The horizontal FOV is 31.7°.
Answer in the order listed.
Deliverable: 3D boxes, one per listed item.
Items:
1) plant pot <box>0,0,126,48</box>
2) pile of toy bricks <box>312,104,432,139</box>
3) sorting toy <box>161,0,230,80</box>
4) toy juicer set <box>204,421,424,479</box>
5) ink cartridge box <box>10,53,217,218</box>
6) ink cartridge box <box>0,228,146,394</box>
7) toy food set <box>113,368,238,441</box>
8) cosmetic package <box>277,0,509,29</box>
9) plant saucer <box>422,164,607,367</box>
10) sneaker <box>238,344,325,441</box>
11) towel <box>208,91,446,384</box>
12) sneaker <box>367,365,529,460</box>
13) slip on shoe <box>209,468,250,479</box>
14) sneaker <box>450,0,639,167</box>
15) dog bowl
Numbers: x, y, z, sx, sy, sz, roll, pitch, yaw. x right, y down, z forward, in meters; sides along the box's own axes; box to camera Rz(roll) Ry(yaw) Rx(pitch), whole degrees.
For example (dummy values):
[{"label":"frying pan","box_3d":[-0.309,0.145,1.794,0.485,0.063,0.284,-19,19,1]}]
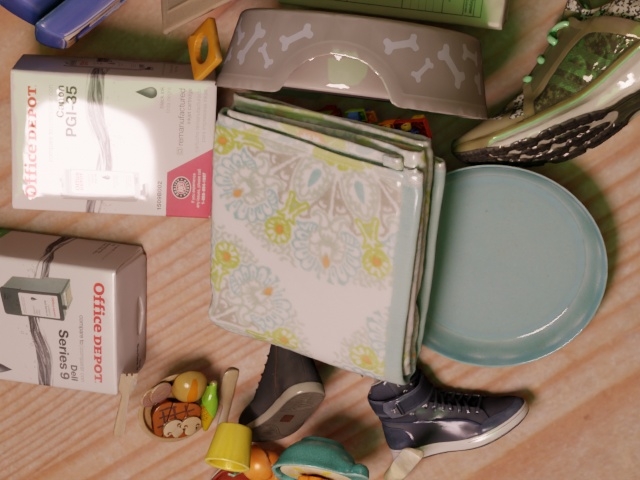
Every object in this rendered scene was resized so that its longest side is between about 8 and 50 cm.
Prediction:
[{"label":"plant pot","box_3d":[-0.343,-0.388,1.488,0.236,0.236,0.212,-41,103,-8]},{"label":"pile of toy bricks","box_3d":[0.078,-0.141,1.567,0.212,0.105,0.118,1,124,35]},{"label":"sorting toy","box_3d":[-0.158,-0.381,1.492,0.196,0.047,0.348,-12,80,55]},{"label":"toy juicer set","box_3d":[0.006,0.355,1.685,0.328,0.209,0.090,3,65,17]},{"label":"ink cartridge box","box_3d":[-0.292,-0.146,1.600,0.283,0.117,0.207,2,109,-7]},{"label":"ink cartridge box","box_3d":[-0.426,0.106,1.747,0.289,0.121,0.211,6,109,11]},{"label":"toy food set","box_3d":[-0.218,0.259,1.734,0.192,0.038,0.132,1,114,-27]},{"label":"cosmetic package","box_3d":[0.105,-0.370,1.471,0.296,0.129,0.153,10,108,10]},{"label":"plant saucer","box_3d":[0.242,0.034,1.593,0.317,0.044,0.318,4,115,8]},{"label":"sneaker","box_3d":[-0.065,0.226,1.735,0.083,0.118,0.222,11,143,-31]},{"label":"towel","box_3d":[0.000,0.000,1.555,0.320,0.090,0.375,18,121,23]},{"label":"sneaker","box_3d":[0.179,0.228,1.664,0.226,0.086,0.163,-19,105,19]},{"label":"slip on shoe","box_3d":[-0.187,0.504,1.830,0.123,0.101,0.331,28,113,1]},{"label":"sneaker","box_3d":[0.345,-0.233,1.481,0.410,0.158,0.182,-28,68,21]},{"label":"dog bowl","box_3d":[0.045,-0.223,1.428,0.348,0.349,0.102,8,97,10]}]
